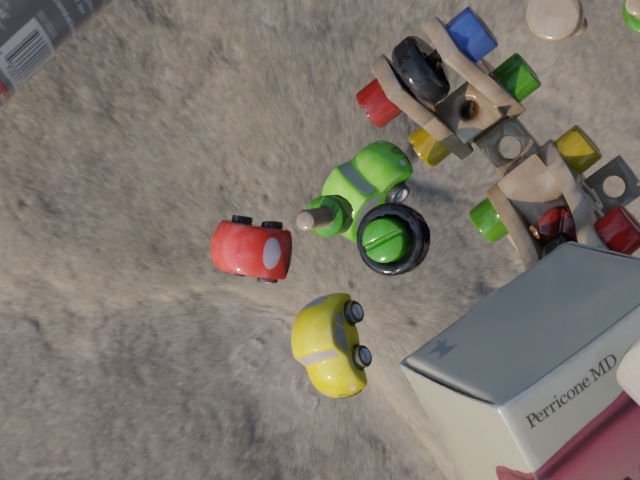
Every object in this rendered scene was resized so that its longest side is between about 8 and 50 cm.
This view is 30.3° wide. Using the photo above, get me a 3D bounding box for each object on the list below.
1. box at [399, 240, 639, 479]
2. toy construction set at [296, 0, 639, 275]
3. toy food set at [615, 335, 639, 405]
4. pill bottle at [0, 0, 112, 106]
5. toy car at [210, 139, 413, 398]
[{"bbox_3d":[0.182,0.140,0.749,0.149,0.127,0.232,-35,109,-15],"label":"box"},{"bbox_3d":[0.184,-0.093,0.969,0.258,0.237,0.308,30,106,21],"label":"toy construction set"},{"bbox_3d":[0.169,0.042,0.333,0.111,0.232,0.104,-49,65,16],"label":"toy food set"},{"bbox_3d":[-0.210,-0.280,0.892,0.210,0.210,0.363,43,80,3],"label":"pill bottle"},{"bbox_3d":[0.000,0.000,1.101,0.239,0.053,0.225,48,115,30],"label":"toy car"}]
